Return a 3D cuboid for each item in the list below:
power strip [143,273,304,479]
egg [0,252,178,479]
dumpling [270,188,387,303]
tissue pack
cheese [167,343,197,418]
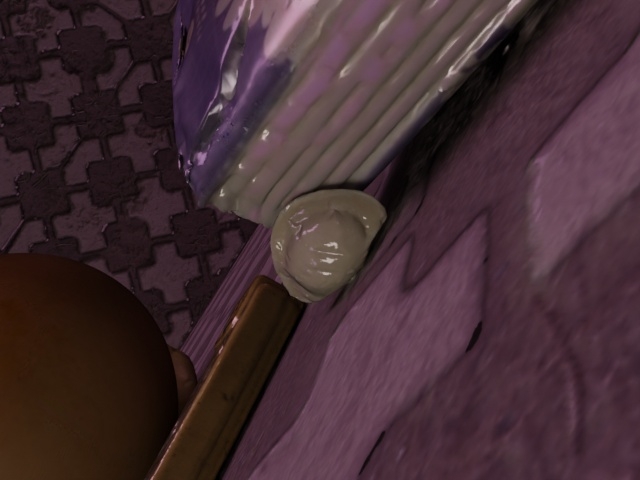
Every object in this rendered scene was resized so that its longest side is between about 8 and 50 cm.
[{"bbox_3d":[-0.082,0.132,0.510,0.064,0.044,0.305,-51,9,52],"label":"power strip"},{"bbox_3d":[-0.295,0.191,0.682,0.374,0.301,0.301,-59,6,-16],"label":"egg"},{"bbox_3d":[-0.001,0.001,0.455,0.077,0.059,0.043,-47,2,45],"label":"dumpling"},{"bbox_3d":[0.038,-0.197,0.457,0.344,0.125,0.242,-47,35,32],"label":"tissue pack"},{"bbox_3d":[-0.270,0.182,0.979,0.117,0.214,0.226,-61,13,8],"label":"cheese"}]
